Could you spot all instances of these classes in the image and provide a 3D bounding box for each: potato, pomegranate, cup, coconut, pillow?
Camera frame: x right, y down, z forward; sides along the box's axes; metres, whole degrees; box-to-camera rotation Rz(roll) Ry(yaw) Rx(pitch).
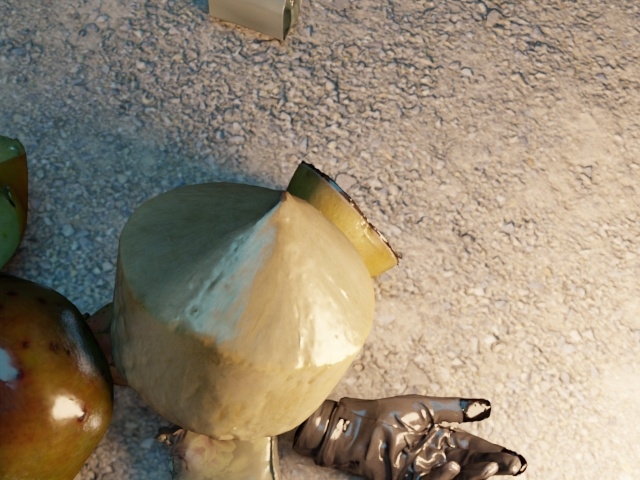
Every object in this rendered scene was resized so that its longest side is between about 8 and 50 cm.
[{"bbox_3d":[0.000,0.000,1.430,0.117,0.202,0.182,-42,80,-5],"label":"potato"},{"bbox_3d":[-0.372,0.170,1.302,0.291,0.323,0.290,0,91,11],"label":"pomegranate"},{"bbox_3d":[-0.088,-0.379,1.665,0.130,0.095,0.128,18,62,7],"label":"cup"},{"bbox_3d":[-0.087,0.067,1.263,0.329,0.328,0.328,2,63,-3],"label":"coconut"},{"bbox_3d":[-0.110,0.328,1.317,0.169,0.059,0.255,-4,64,-3],"label":"pillow"}]

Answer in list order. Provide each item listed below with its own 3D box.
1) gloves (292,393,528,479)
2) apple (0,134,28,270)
[{"bbox_3d":[0.107,0.241,1.349,0.286,0.119,0.142,10,73,17],"label":"gloves"},{"bbox_3d":[-0.541,-0.057,1.416,0.346,0.179,0.254,6,60,-4],"label":"apple"}]
